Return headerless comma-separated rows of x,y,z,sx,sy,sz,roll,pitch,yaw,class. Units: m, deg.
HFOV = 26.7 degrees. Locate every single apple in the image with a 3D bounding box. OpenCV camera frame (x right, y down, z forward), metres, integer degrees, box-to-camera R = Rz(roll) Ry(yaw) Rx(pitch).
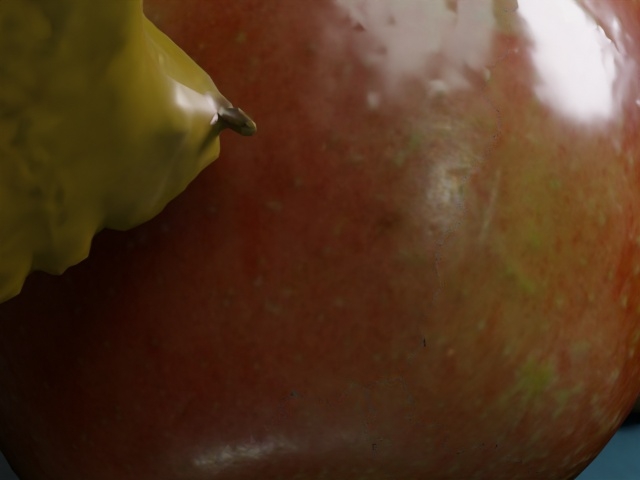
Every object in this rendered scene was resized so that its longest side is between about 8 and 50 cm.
0.000,0.000,0.576,0.319,0.319,0.277,4,70,-33,apple

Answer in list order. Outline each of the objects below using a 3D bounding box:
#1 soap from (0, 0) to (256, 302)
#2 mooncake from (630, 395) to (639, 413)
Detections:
-0.232,-0.093,0.404,0.293,0.156,0.335,-34,57,-18,soap
0.180,-0.097,0.923,0.394,0.246,0.393,45,29,22,mooncake
